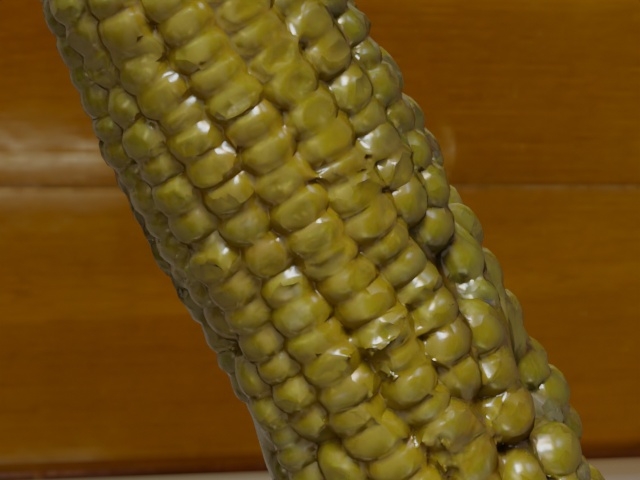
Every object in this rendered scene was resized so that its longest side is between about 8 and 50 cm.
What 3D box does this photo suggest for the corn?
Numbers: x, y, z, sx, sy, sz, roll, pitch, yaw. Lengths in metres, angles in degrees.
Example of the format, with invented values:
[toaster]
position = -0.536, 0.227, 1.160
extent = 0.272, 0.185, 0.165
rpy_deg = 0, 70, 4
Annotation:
[corn]
position = 0.000, 0.000, 0.396
extent = 0.320, 0.097, 0.097
rpy_deg = 63, 175, -15
